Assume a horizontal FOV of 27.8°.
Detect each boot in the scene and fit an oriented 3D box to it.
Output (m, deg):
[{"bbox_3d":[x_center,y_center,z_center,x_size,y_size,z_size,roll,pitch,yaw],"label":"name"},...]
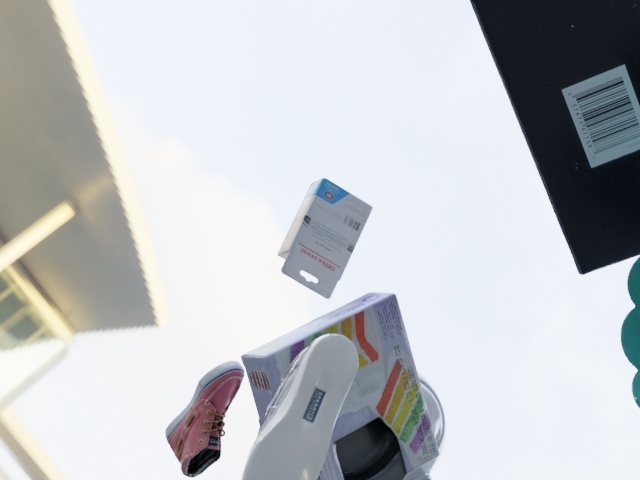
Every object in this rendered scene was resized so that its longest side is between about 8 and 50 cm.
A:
[{"bbox_3d":[-0.025,0.181,1.243,0.069,0.190,0.086,33,-20,-6],"label":"boot"}]

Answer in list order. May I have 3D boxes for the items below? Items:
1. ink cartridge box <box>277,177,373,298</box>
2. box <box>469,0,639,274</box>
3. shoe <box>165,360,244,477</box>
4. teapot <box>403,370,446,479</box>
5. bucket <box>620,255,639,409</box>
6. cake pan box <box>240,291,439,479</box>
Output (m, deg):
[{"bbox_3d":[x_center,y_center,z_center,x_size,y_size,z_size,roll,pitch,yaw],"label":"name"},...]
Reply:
[{"bbox_3d":[0.000,0.000,2.151,0.104,0.180,0.060,31,-17,-17],"label":"ink cartridge box"},{"bbox_3d":[0.293,-0.196,1.440,0.312,0.179,0.343,-89,155,-65],"label":"box"},{"bbox_3d":[-0.153,0.254,1.827,0.178,0.063,0.081,-51,-132,26],"label":"shoe"},{"bbox_3d":[0.112,0.295,2.124,0.256,0.252,0.187,28,-28,-17],"label":"teapot"},{"bbox_3d":[0.424,0.081,1.140,0.281,0.183,0.281,-12,-107,46],"label":"bucket"},{"bbox_3d":[0.032,0.235,1.790,0.070,0.246,0.267,0,-72,55],"label":"cake pan box"}]
